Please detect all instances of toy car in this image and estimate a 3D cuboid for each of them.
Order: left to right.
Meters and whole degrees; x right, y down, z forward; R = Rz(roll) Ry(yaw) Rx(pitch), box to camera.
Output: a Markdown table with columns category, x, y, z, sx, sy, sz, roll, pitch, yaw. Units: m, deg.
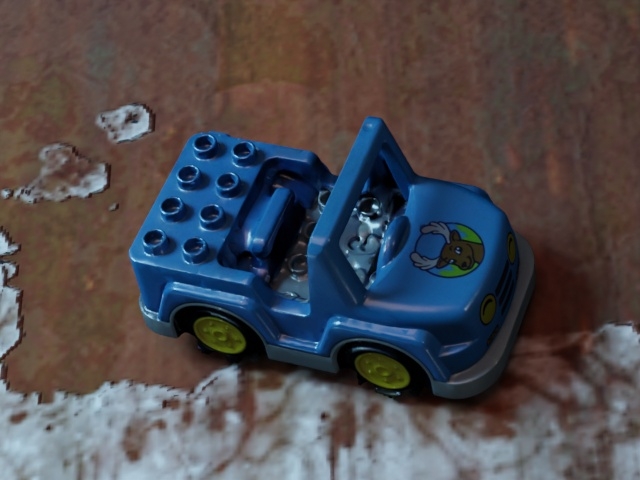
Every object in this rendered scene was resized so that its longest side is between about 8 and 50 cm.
| category | x | y | z | sx | sy | sz | roll | pitch | yaw |
| --- | --- | --- | --- | --- | --- | --- | --- | --- | --- |
| toy car | 0.000 | 0.000 | 0.850 | 0.191 | 0.100 | 0.097 | 11 | 54 | 18 |
